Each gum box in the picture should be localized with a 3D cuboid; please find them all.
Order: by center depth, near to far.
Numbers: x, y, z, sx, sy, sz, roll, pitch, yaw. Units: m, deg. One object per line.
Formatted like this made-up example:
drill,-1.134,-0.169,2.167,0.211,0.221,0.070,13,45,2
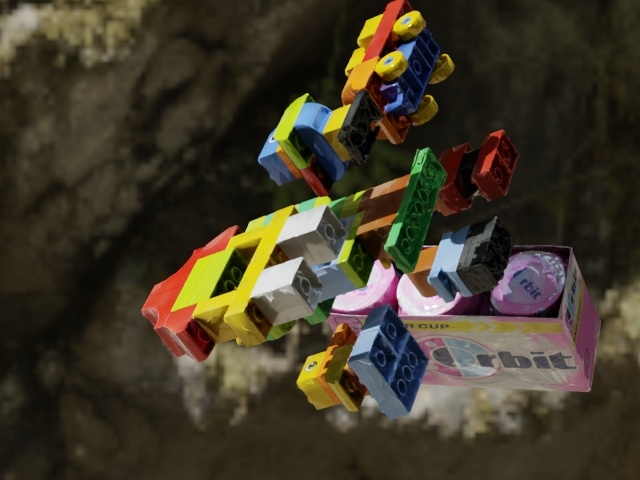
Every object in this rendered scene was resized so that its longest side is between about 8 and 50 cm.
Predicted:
gum box,0.099,0.056,1.284,0.188,0.107,0.062,0,58,23

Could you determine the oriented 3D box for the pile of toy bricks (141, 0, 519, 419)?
pile of toy bricks,0.000,0.000,0.738,0.105,0.118,0.212,-19,30,33
